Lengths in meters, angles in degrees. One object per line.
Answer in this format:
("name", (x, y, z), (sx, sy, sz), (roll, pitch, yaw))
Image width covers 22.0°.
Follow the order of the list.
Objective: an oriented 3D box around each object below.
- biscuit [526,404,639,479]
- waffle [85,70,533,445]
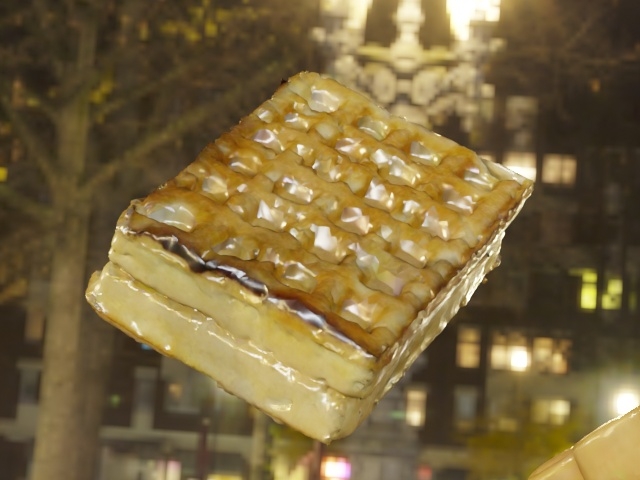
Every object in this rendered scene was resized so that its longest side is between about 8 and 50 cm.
("biscuit", (0.119, 0.072, 0.510), (0.144, 0.040, 0.236), (-24, -22, -4))
("waffle", (-0.001, 0.001, 1.164), (0.212, 0.091, 0.308), (28, 33, 13))
